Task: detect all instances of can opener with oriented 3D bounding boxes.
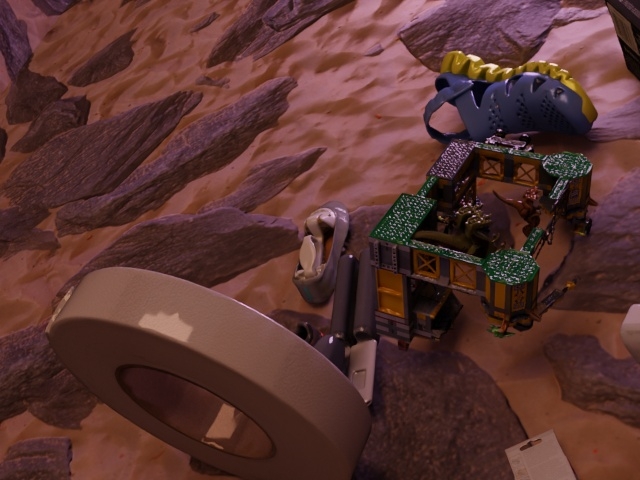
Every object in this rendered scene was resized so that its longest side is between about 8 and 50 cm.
[{"bbox_3d":[0.041,0.115,1.221,0.074,0.093,0.280,-16,38,25],"label":"can opener"}]

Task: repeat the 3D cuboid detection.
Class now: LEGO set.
[{"bbox_3d":[0.207,0.024,1.150,0.255,0.192,0.331,9,41,20],"label":"LEGO set"}]

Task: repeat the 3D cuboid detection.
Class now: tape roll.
[{"bbox_3d":[-0.131,0.172,1.047,0.392,0.392,0.072,1,52,38],"label":"tape roll"}]

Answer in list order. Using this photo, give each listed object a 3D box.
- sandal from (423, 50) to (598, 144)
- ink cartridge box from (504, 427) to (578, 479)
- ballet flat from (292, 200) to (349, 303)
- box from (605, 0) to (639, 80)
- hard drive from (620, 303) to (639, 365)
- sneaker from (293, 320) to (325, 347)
[{"bbox_3d":[0.269,-0.191,1.338,0.138,0.126,0.317,-51,33,-12],"label":"sandal"},{"bbox_3d":[0.245,0.264,0.960,0.063,0.029,0.115,-27,38,12],"label":"ink cartridge box"},{"bbox_3d":[0.000,0.000,1.377,0.072,0.068,0.213,-15,43,24],"label":"ballet flat"},{"bbox_3d":[0.556,-0.317,1.220,0.270,0.143,0.165,-29,40,8],"label":"box"},{"bbox_3d":[0.448,0.133,0.706,0.353,0.233,0.047,-7,42,54],"label":"hard drive"},{"bbox_3d":[-0.053,0.177,1.240,0.061,0.065,0.158,7,55,41],"label":"sneaker"}]
